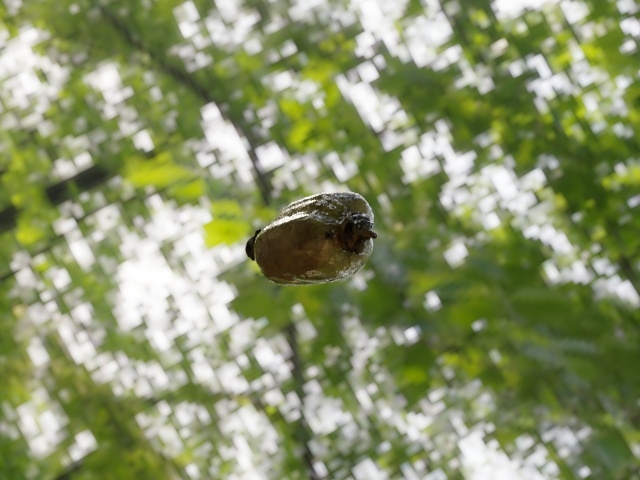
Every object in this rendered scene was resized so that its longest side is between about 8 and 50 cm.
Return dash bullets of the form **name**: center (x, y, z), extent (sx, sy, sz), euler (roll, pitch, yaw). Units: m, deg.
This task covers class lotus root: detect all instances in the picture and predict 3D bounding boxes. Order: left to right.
- **lotus root**: center (0.000, 0.000, 1.429), extent (0.152, 0.072, 0.063), euler (-9, -67, 58)
